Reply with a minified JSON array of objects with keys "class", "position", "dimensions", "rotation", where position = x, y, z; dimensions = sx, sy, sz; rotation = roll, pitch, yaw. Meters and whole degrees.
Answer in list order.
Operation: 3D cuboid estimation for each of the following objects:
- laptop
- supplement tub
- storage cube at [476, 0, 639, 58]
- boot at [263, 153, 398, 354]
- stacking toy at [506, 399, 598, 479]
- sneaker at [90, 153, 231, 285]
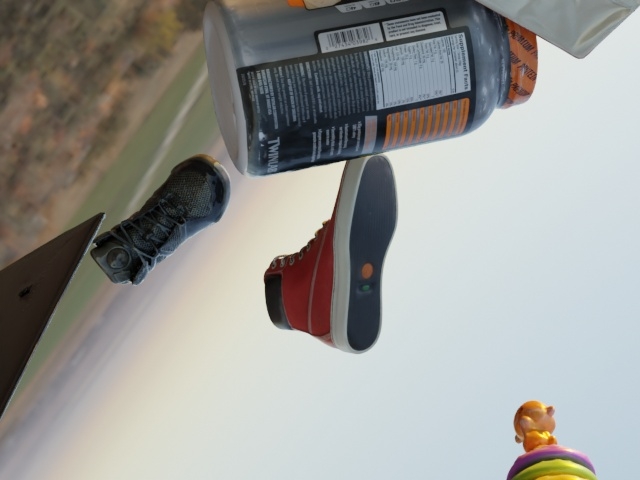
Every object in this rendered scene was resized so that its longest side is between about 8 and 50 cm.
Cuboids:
[{"class":"laptop","position":[-0.323,0.240,1.231],"dimensions":[0.382,0.236,0.408],"rotation":[-72,161,-48]},{"class":"supplement tub","position":[0.050,-0.184,1.409],"dimensions":[0.316,0.193,0.193],"rotation":[-12,174,-11]},{"class":"storage cube","position":[0.244,-0.328,1.322],"dimensions":[0.184,0.215,0.193],"rotation":[-41,-151,49]},{"class":"boot","position":[0.000,0.000,1.649],"dimensions":[0.176,0.088,0.244],"rotation":[15,-80,45]},{"class":"stacking toy","position":[0.264,0.298,1.562],"dimensions":[0.175,0.166,0.302],"rotation":[-47,-154,27]},{"class":"sneaker","position":[-0.200,-0.015,1.689],"dimensions":[0.227,0.087,0.130],"rotation":[-36,-172,41]}]
